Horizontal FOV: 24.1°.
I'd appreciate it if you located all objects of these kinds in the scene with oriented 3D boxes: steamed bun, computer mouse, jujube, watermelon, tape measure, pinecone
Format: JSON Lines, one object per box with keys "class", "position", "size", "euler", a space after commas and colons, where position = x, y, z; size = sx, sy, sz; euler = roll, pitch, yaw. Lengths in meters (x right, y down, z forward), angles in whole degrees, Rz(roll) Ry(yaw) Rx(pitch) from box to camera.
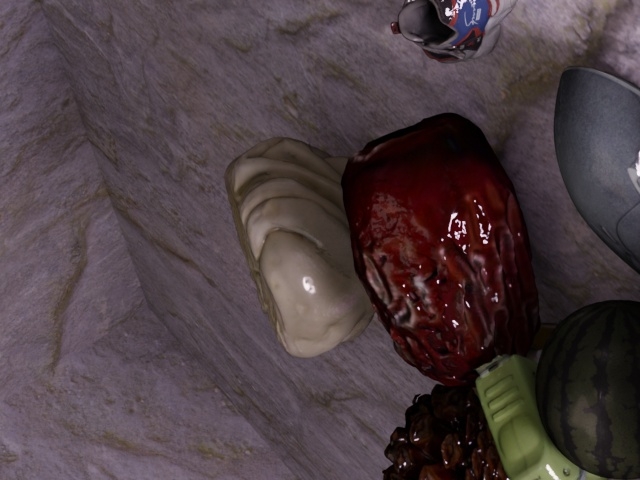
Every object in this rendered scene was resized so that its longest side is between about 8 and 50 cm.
{"class": "steamed bun", "position": [0.000, 0.000, 2.344], "size": [0.352, 0.247, 0.339], "euler": [135, 117, -81]}
{"class": "computer mouse", "position": [0.350, -0.020, 1.643], "size": [0.379, 0.090, 0.167], "euler": [59, 164, -12]}
{"class": "jujube", "position": [0.156, 0.012, 1.961], "size": [0.258, 0.258, 0.377], "euler": [29, 134, 57]}
{"class": "watermelon", "position": [0.355, 0.176, 1.762], "size": [0.212, 0.212, 0.212], "euler": [49, 161, 23]}
{"class": "tape measure", "position": [0.291, 0.252, 1.883], "size": [0.175, 0.106, 0.200], "euler": [20, -139, -43]}
{"class": "pinecone", "position": [0.230, 0.370, 2.378], "size": [0.296, 0.242, 0.298], "euler": [7, 126, 62]}

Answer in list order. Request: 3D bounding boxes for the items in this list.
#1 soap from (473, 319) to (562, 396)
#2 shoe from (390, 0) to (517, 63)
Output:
{"class": "soap", "position": [0.305, 0.199, 2.140], "size": [0.173, 0.089, 0.274], "euler": [59, 164, -10]}
{"class": "shoe", "position": [0.142, -0.249, 1.734], "size": [0.099, 0.125, 0.227], "euler": [52, 161, 8]}
